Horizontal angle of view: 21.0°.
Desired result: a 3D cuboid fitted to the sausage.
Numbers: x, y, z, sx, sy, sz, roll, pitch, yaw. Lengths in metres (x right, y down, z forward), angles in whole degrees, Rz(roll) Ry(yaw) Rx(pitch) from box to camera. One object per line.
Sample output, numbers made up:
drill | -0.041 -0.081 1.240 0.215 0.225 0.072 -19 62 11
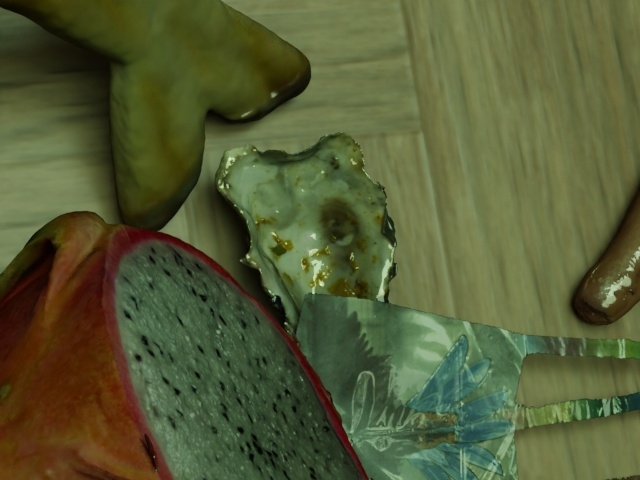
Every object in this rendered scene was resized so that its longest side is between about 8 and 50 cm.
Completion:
sausage | 0.221 -0.024 1.135 0.043 0.043 0.186 33 70 -10

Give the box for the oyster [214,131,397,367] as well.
oyster | -0.003 0.009 1.039 0.103 0.051 0.148 -14 88 -17

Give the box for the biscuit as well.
biscuit | -0.095 -0.123 0.987 0.164 0.047 0.208 -48 135 -24

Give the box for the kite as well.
kite | 0.114 0.124 1.067 0.310 0.015 0.169 4 92 -22

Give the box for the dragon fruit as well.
dragon fruit | -0.114 0.159 0.854 0.226 0.305 0.305 -32 90 14
